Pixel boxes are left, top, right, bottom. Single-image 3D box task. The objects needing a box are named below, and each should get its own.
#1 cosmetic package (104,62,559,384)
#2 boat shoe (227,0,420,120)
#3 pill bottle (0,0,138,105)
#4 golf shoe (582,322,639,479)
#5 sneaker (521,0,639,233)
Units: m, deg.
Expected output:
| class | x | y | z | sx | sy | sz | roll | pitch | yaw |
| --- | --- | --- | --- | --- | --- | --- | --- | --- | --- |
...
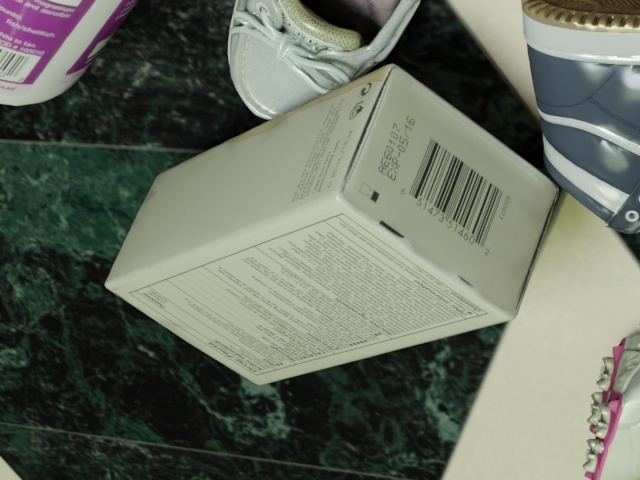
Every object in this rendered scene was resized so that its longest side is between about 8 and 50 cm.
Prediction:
| class | x | y | z | sx | sy | sz | roll | pitch | yaw |
| --- | --- | --- | --- | --- | --- | --- | --- | --- | --- |
| cosmetic package | 0.000 | 0.000 | 1.282 | 0.160 | 0.113 | 0.309 | 35 | 152 | -24 |
| boat shoe | 0.017 | -0.180 | 1.193 | 0.118 | 0.103 | 0.320 | 39 | 136 | -5 |
| pill bottle | -0.168 | -0.235 | 1.207 | 0.169 | 0.169 | 0.301 | 40 | 135 | -6 |
| golf shoe | 0.281 | 0.076 | 1.273 | 0.140 | 0.115 | 0.306 | 16 | 140 | 3 |
| sneaker | 0.261 | -0.074 | 1.146 | 0.282 | 0.099 | 0.153 | 15 | 128 | 28 |
